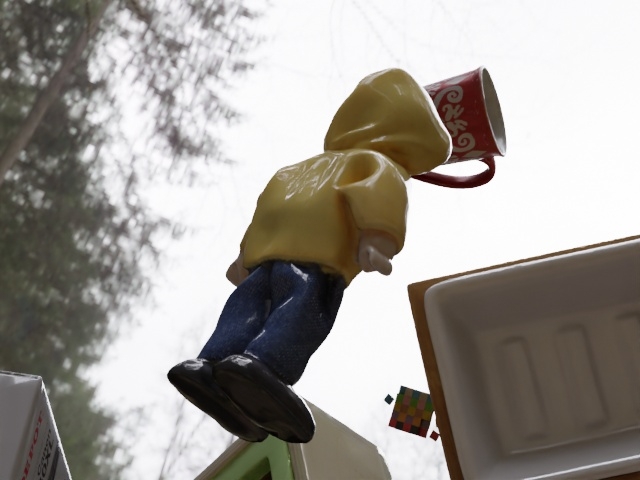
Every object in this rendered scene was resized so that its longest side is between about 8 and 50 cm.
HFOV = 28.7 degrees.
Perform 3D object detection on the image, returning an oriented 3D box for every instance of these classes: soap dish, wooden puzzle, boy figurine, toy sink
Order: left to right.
[{"bbox_3d":[-0.022,0.268,1.046,0.131,0.234,0.153,37,-70,-27],"label":"toy sink"},{"bbox_3d":[0.000,0.000,0.869,0.092,0.285,0.177,45,-34,-24],"label":"boy figurine"},{"bbox_3d":[0.104,0.191,1.399,0.083,0.049,0.006,12,-7,36],"label":"wooden puzzle"},{"bbox_3d":[0.244,0.124,1.155,0.291,0.229,0.118,-12,-18,0],"label":"soap dish"}]

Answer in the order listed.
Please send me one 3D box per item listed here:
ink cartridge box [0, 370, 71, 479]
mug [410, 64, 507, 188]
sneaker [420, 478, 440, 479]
[{"bbox_3d":[-0.163,0.140,0.589,0.063,0.109,0.150,7,-34,2],"label":"ink cartridge box"},{"bbox_3d":[0.136,-0.121,1.530,0.169,0.113,0.150,-12,-79,18],"label":"mug"},{"bbox_3d":[0.181,0.411,1.267,0.145,0.147,0.384,-24,-77,51],"label":"sneaker"}]
